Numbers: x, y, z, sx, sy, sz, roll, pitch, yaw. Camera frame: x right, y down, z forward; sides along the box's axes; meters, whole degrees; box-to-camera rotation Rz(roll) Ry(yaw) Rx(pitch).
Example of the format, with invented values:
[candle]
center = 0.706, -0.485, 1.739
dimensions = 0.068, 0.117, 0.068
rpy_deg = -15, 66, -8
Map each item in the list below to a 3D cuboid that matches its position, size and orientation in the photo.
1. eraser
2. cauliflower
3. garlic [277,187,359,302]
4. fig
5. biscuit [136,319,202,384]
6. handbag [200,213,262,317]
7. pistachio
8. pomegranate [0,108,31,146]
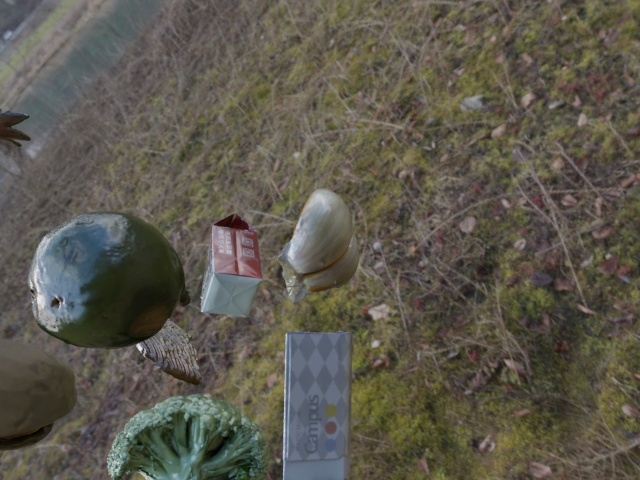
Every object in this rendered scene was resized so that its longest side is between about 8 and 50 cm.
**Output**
[eraser]
center = -0.004, 0.454, 1.424
dimensions = 0.082, 0.212, 0.397
rpy_deg = 156, 117, -74
[cauliflower]
center = -0.241, 0.435, 0.988
dimensions = 0.275, 0.272, 0.250
rpy_deg = -15, 52, 12
[garlic]
center = 0.000, 0.000, 1.437
dimensions = 0.249, 0.286, 0.313
rpy_deg = -12, 31, 34
[fig]
center = -0.280, 0.060, 0.730
dimensions = 0.195, 0.245, 0.196
rpy_deg = -2, 86, 20
[biscuit]
center = -0.321, 0.232, 1.117
dimensions = 0.228, 0.176, 0.031
rpy_deg = 32, 98, 24
[handbag]
center = -0.272, 0.066, 1.510
dimensions = 0.298, 0.151, 0.171
rpy_deg = -107, 33, -49
[pistachio]
center = -0.568, 0.270, 0.901
dimensions = 0.166, 0.288, 0.197
rpy_deg = -44, 50, 10
[pomegranate]
center = -0.601, -0.192, 0.867
dimensions = 0.151, 0.131, 0.191
rpy_deg = 13, 25, 34
